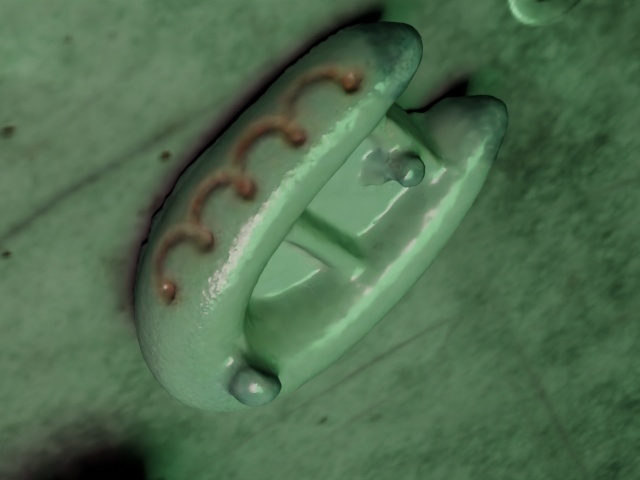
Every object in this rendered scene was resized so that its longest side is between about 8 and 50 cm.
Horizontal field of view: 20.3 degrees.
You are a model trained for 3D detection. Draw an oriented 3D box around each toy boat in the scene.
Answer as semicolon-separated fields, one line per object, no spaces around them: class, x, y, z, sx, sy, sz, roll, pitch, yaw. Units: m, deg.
toy boat;0.000;0.000;0.829;0.208;0.079;0.134;-46;140;8
